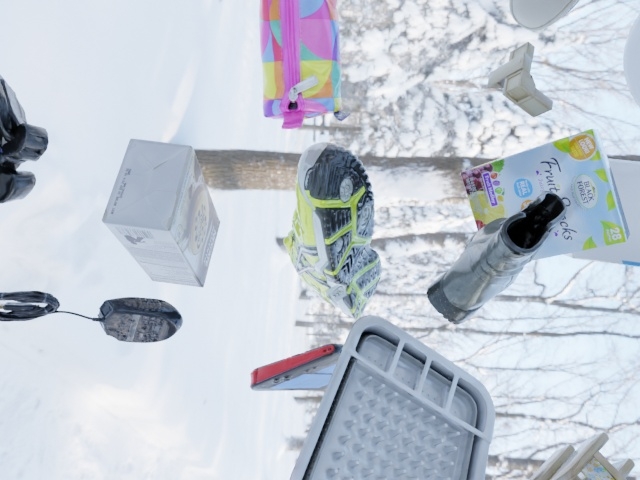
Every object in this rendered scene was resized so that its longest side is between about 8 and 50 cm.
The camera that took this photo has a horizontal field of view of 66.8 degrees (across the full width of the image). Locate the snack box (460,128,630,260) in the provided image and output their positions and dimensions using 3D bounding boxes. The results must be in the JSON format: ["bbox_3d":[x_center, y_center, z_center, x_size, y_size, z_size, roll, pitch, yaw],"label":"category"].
[{"bbox_3d":[0.354,-0.062,0.779,0.070,0.207,0.174,-17,89,-54],"label":"snack box"}]

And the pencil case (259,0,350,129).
[{"bbox_3d":[-0.024,-0.247,0.540,0.104,0.104,0.236,-87,174,-75],"label":"pencil case"}]

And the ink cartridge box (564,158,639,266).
[{"bbox_3d":[0.595,-0.062,1.024,0.270,0.198,0.197,-41,138,-80],"label":"ink cartridge box"}]

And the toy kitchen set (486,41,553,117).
[{"bbox_3d":[0.313,-0.243,0.759,0.068,0.075,0.083,-17,-128,59],"label":"toy kitchen set"}]

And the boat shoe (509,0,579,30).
[{"bbox_3d":[0.357,-0.429,0.651,0.095,0.112,0.335,-42,163,-11],"label":"boat shoe"}]

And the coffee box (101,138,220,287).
[{"bbox_3d":[-0.289,-0.037,0.939,0.297,0.119,0.168,95,2,-67],"label":"coffee box"}]

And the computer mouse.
[{"bbox_3d":[-0.307,0.093,0.649,0.071,0.242,0.041,-57,-149,34],"label":"computer mouse"}]

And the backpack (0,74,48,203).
[{"bbox_3d":[-0.301,-0.158,0.233,0.276,0.213,0.263,88,-22,-55],"label":"backpack"}]

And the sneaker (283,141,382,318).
[{"bbox_3d":[0.000,0.000,0.766,0.145,0.147,0.384,-56,154,-28],"label":"sneaker"}]

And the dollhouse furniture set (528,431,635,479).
[{"bbox_3d":[0.358,0.352,0.542,0.212,0.161,0.242,49,-28,23],"label":"dollhouse furniture set"}]

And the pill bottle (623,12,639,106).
[{"bbox_3d":[0.354,-0.173,0.381,0.121,0.216,0.121,44,-29,33],"label":"pill bottle"}]

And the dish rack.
[{"bbox_3d":[0.110,0.309,0.726,0.072,0.285,0.333,-48,-170,50],"label":"dish rack"}]

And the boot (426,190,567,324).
[{"bbox_3d":[0.243,0.001,0.598,0.246,0.083,0.161,-33,164,-45],"label":"boot"}]

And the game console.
[{"bbox_3d":[0.023,0.378,1.420,0.386,0.342,0.060,19,54,-49],"label":"game console"}]
